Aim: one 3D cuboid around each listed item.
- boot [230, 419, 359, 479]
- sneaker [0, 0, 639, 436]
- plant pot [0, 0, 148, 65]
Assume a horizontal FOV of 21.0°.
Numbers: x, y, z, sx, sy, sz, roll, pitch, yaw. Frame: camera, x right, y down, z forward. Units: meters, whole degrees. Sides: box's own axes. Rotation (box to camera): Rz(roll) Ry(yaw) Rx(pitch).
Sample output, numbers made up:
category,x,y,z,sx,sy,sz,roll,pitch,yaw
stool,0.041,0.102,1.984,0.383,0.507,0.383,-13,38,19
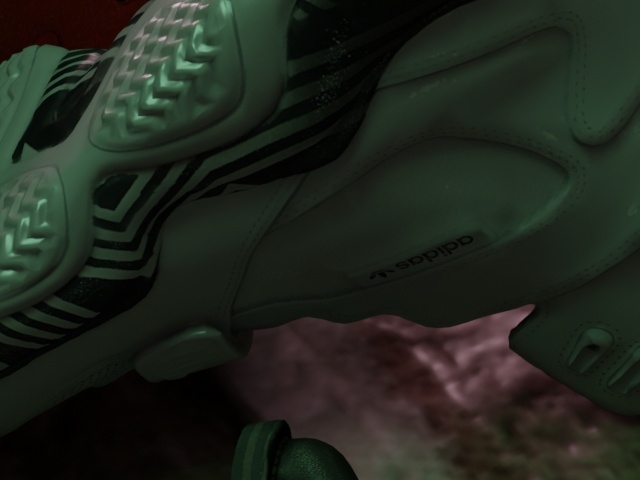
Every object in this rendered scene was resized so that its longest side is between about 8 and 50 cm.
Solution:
category,x,y,z,sx,sy,sz,roll,pitch,yaw
boot,0.105,0.117,0.447,0.229,0.091,0.263,-13,33,-11
sneaker,0.000,0.000,0.578,0.366,0.210,0.137,-40,30,26
plant pot,-0.173,-0.145,0.726,0.236,0.267,0.267,23,51,23
